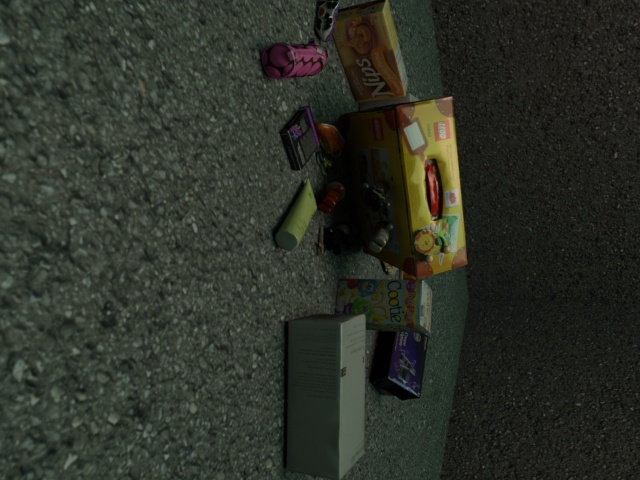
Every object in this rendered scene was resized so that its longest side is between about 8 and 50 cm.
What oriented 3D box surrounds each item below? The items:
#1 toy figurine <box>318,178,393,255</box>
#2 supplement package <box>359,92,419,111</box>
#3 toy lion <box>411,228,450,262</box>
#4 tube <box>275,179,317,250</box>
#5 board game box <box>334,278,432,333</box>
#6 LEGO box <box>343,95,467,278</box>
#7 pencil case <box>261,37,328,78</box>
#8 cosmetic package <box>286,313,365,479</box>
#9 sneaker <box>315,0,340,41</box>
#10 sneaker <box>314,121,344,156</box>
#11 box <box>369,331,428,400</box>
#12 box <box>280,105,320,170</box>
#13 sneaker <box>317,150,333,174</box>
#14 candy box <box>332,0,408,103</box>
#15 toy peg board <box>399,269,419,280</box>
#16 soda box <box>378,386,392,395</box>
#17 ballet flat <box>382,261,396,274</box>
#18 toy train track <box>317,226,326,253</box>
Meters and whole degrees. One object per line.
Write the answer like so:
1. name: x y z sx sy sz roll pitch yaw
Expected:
1. toy figurine: 0.109 -0.072 1.495 0.148 0.209 0.213 -62 143 -60
2. supplement package: 0.259 -0.415 1.859 0.149 0.194 0.203 -13 100 -66
3. toy lion: 0.314 0.009 1.452 0.096 0.100 0.034 68 -15 -11
4. tube: -0.051 -0.067 1.326 0.070 0.062 0.240 -58 -175 37
5. board game box: 0.202 0.207 1.606 0.142 0.275 0.145 40 52 -59
6. LEGO box: 0.261 -0.178 1.610 0.372 0.193 0.501 -151 -131 -66
7. pencil case: -0.060 -0.457 1.273 0.209 0.098 0.095 -43 127 -58
8. cosmetic package: 0.020 0.395 1.340 0.217 0.156 0.385 3 85 -68
9. sneaker: 0.021 -0.678 1.528 0.071 0.068 0.170 63 41 -71
10. sneaker: 0.027 -0.298 1.504 0.175 0.064 0.068 31 71 -59
11. box: 0.310 0.456 1.960 0.184 0.103 0.261 37 51 -26
12. box: -0.052 -0.277 1.366 0.162 0.029 0.116 -63 143 -49
13. sneaker: 0.016 -0.232 1.504 0.083 0.035 0.031 64 33 -43
14. candy box: 0.167 -0.617 1.678 0.316 0.182 0.088 61 37 -46
15. toy peg board: 0.423 0.161 2.339 0.161 0.079 0.161 30 61 -62
16. soda box: 0.282 0.525 2.027 0.058 0.062 0.183 60 37 -43
17. ballet flat: 0.287 0.068 2.043 0.241 0.077 0.091 58 38 -50
18. toy train track: 0.000 0.000 1.487 0.048 0.014 0.083 35 51 -61
